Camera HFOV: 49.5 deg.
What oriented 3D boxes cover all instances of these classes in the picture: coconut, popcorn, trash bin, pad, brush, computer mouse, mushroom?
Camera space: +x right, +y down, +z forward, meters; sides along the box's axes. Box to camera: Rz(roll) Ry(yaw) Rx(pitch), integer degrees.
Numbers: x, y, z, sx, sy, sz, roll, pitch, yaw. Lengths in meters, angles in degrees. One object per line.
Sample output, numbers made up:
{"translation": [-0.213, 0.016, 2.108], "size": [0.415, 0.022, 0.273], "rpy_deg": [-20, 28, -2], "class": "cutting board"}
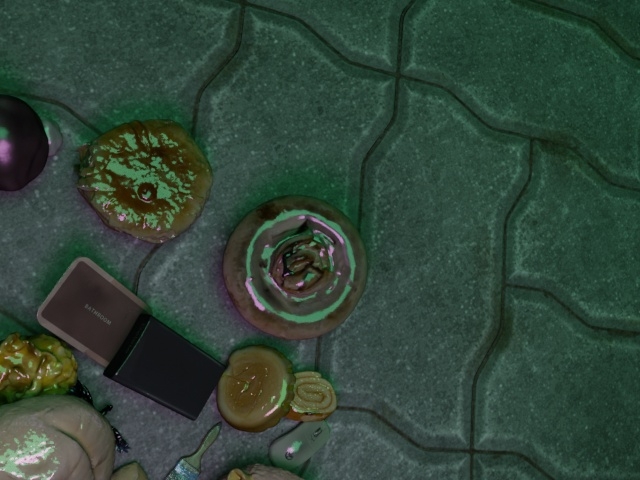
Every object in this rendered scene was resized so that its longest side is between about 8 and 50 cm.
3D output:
{"translation": [-0.545, 0.147, 1.607], "size": [0.082, 0.083, 0.081], "rpy_deg": [39, 32, 8], "class": "coconut"}
{"translation": [-0.632, 0.286, 1.484], "size": [0.218, 0.189, 0.169], "rpy_deg": [-1, 78, -24], "class": "popcorn"}
{"translation": [-0.359, 0.300, 1.626], "size": [0.225, 0.115, 0.165], "rpy_deg": [36, 70, -20], "class": "trash bin"}
{"translation": [-0.505, 0.170, 1.583], "size": [0.176, 0.002, 0.266], "rpy_deg": [-59, 136, -20], "class": "pad"}
{"translation": [-0.296, 0.520, 1.672], "size": [0.070, 0.021, 0.196], "rpy_deg": [41, 68, -13], "class": "brush"}
{"translation": [-0.044, 0.511, 1.760], "size": [0.182, 0.056, 0.089], "rpy_deg": [-33, 98, -24], "class": "computer mouse"}
{"translation": [-0.054, 0.066, 1.695], "size": [0.363, 0.294, 0.362], "rpy_deg": [1, 87, -11], "class": "mushroom"}

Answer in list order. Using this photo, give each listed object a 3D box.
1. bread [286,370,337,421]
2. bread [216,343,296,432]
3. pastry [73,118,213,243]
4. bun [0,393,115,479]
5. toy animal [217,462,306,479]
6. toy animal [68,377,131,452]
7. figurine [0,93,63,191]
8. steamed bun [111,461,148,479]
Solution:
{"translation": [-0.033, 0.393, 1.761], "size": [0.149, 0.073, 0.122], "rpy_deg": [5, 59, -18], "class": "bread"}
{"translation": [-0.152, 0.361, 1.694], "size": [0.214, 0.104, 0.213], "rpy_deg": [-6, 66, 13], "class": "bread"}
{"translation": [-0.418, -0.139, 1.677], "size": [0.330, 0.136, 0.329], "rpy_deg": [5, 78, -23], "class": "pastry"}
{"translation": [-0.580, 0.483, 1.384], "size": [0.365, 0.219, 0.365], "rpy_deg": [-16, 132, -19], "class": "bun"}
{"translation": [-0.187, 0.661, 1.602], "size": [0.226, 0.188, 0.358], "rpy_deg": [45, 68, 2], "class": "toy animal"}
{"translation": [-0.522, 0.412, 1.586], "size": [0.220, 0.062, 0.108], "rpy_deg": [52, 49, -5], "class": "toy animal"}
{"translation": [-0.788, -0.204, 1.544], "size": [0.365, 0.206, 0.218], "rpy_deg": [-7, 59, 1], "class": "figurine"}
{"translation": [-0.438, 0.640, 1.547], "size": [0.212, 0.110, 0.231], "rpy_deg": [47, 70, -9], "class": "steamed bun"}
